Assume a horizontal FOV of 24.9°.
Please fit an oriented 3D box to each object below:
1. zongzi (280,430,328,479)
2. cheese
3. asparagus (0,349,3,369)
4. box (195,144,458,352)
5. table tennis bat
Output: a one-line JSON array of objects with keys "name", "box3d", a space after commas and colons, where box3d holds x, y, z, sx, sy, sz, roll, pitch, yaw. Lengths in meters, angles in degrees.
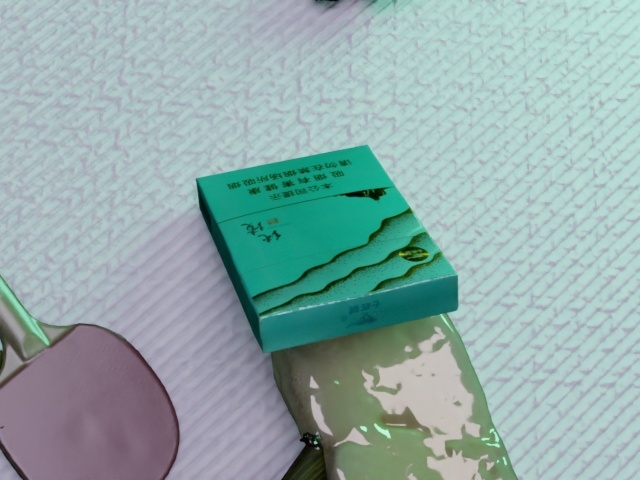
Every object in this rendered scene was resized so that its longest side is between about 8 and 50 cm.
[{"name": "zongzi", "box3d": [-0.023, 0.278, 1.031, 0.112, 0.221, 0.242, 19, 96, -10]}, {"name": "cheese", "box3d": [0.054, 0.144, 1.189, 0.159, 0.093, 0.262, -14, 73, -16]}, {"name": "asparagus", "box3d": [-0.312, 0.197, 1.154, 0.025, 0.024, 0.248, 5, 63, 40]}, {"name": "box", "box3d": [0.000, 0.000, 1.187, 0.161, 0.042, 0.226, -13, 33, -11]}, {"name": "table tennis bat", "box3d": [-0.217, 0.113, 1.184, 0.138, 0.022, 0.246, -36, 88, -23]}]
